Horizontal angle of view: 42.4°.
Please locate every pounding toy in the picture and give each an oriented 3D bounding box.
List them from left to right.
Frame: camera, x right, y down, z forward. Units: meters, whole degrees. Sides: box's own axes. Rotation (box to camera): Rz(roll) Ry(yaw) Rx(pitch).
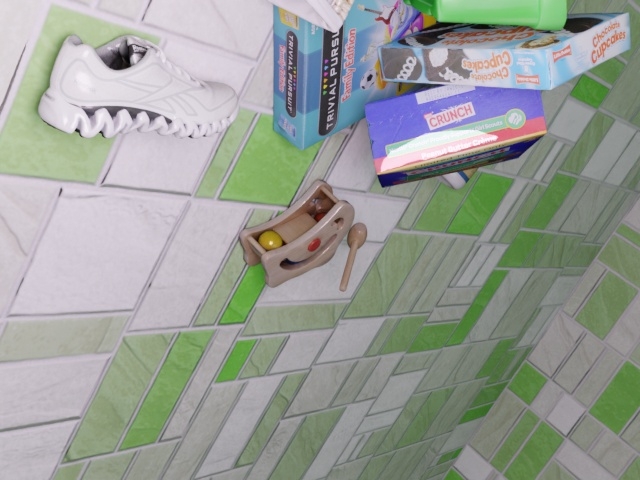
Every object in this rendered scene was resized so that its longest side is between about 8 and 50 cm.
[{"bbox_3d":[0.000,0.000,1.502,0.270,0.155,0.154,-24,145,-37],"label":"pounding toy"}]

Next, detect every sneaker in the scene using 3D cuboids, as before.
[{"bbox_3d":[-0.214,-0.198,1.064,0.292,0.110,0.118,-10,122,-48],"label":"sneaker"}]

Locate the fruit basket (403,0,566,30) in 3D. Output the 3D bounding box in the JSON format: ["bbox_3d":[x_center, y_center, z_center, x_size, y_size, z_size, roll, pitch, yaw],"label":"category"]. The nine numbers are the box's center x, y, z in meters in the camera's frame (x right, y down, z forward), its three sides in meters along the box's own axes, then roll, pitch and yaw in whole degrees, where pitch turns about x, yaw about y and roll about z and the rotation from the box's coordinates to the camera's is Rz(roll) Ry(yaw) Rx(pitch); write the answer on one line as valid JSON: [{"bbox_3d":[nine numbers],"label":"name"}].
[{"bbox_3d":[0.285,-0.491,1.127,0.392,0.283,0.391,-5,115,-11],"label":"fruit basket"}]

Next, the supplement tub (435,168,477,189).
[{"bbox_3d":[0.281,-0.217,1.642,0.199,0.144,0.144,-51,150,2],"label":"supplement tub"}]

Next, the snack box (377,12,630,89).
[{"bbox_3d":[0.261,-0.283,1.218,0.187,0.322,0.060,-29,118,-31],"label":"snack box"}]

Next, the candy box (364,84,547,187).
[{"bbox_3d":[0.217,-0.181,1.389,0.268,0.122,0.317,-13,177,6],"label":"candy box"}]

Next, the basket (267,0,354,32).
[{"bbox_3d":[-0.033,-0.359,1.059,0.103,0.167,0.113,-58,150,1],"label":"basket"}]

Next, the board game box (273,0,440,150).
[{"bbox_3d":[0.077,-0.323,1.321,0.336,0.079,0.253,-32,145,-29],"label":"board game box"}]
